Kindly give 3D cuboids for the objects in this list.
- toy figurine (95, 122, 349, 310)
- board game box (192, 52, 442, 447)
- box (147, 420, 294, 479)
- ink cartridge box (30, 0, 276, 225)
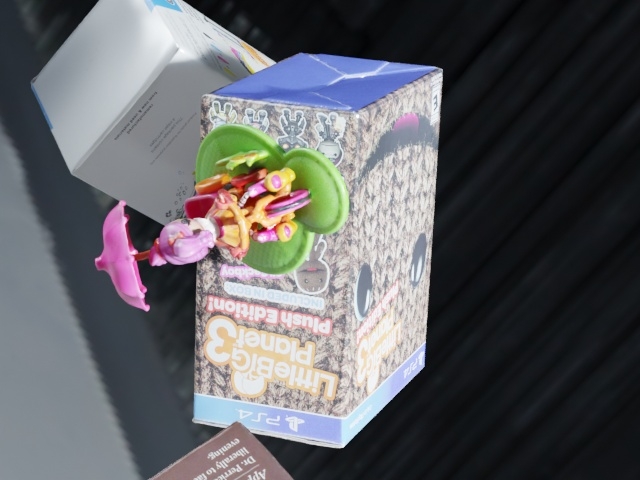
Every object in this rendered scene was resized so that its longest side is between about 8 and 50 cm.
[{"bbox_3d":[-0.089,-0.005,1.446,0.159,0.173,0.130,-30,106,-39],"label":"toy figurine"},{"bbox_3d":[0.000,0.000,1.663,0.141,0.291,0.232,8,17,19],"label":"board game box"},{"bbox_3d":[-0.062,0.271,1.288,0.168,0.167,0.203,-31,62,-24],"label":"box"},{"bbox_3d":[-0.135,-0.123,1.905,0.232,0.168,0.171,30,18,-40],"label":"ink cartridge box"}]
